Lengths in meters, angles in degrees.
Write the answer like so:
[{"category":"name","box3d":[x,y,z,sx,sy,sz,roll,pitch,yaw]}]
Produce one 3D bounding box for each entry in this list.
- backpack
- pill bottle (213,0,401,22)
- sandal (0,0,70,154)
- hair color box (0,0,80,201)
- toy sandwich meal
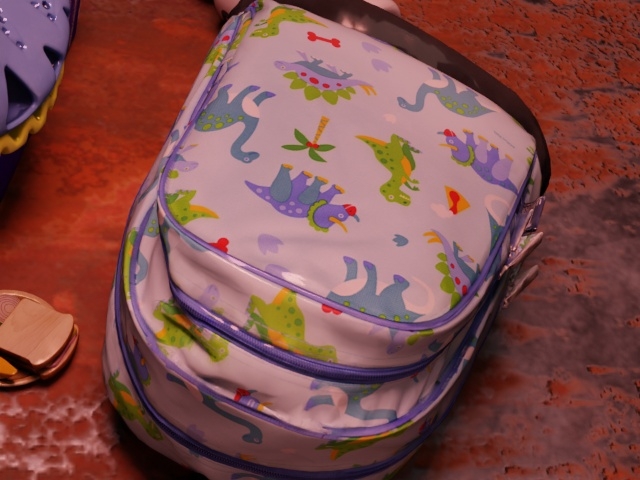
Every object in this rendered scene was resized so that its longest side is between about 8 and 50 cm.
[{"category":"backpack","box3d":[0.000,0.000,0.770,0.290,0.273,0.355,30,61,-1]},{"category":"pill bottle","box3d":[-0.028,-0.212,1.002,0.108,0.108,0.180,-33,67,-35]},{"category":"sandal","box3d":[-0.240,-0.099,0.688,0.126,0.138,0.317,22,47,-1]},{"category":"hair color box","box3d":[-0.303,-0.110,0.833,0.185,0.110,0.338,16,50,-6]},{"category":"toy sandwich meal","box3d":[-0.205,0.061,0.773,0.086,0.029,0.085,9,50,-11]}]
